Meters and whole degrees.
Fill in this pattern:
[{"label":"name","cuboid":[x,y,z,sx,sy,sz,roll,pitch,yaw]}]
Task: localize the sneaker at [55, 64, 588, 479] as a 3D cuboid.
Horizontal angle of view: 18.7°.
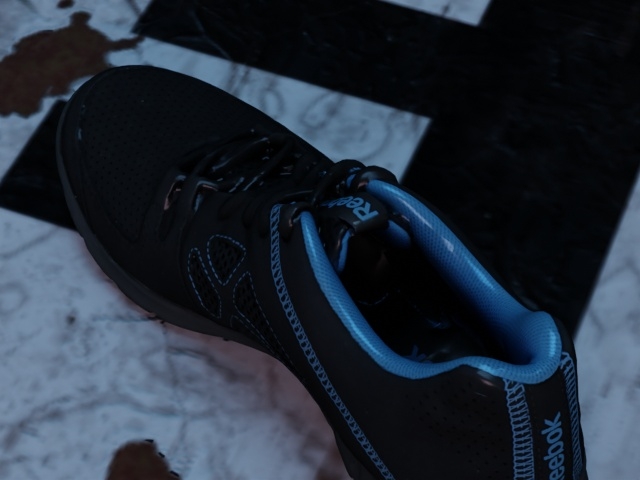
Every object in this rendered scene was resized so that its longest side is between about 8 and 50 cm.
[{"label":"sneaker","cuboid":[0.000,0.000,0.892,0.125,0.139,0.341,-35,57,-25]}]
